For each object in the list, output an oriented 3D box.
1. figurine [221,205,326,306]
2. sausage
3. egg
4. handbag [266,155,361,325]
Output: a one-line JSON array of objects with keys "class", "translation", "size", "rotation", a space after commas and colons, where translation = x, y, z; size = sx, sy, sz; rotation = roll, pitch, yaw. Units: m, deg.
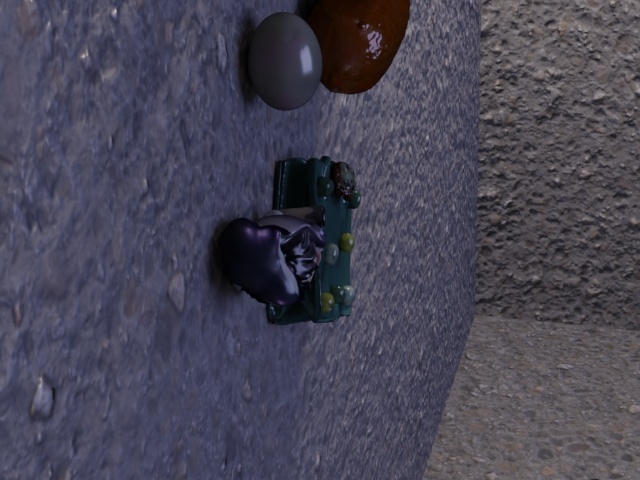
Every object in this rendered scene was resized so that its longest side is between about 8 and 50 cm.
[{"class": "figurine", "translation": [-0.062, 0.013, 1.533], "size": [0.222, 0.145, 0.145], "rotation": [-67, 158, -72]}, {"class": "sausage", "translation": [0.060, -0.348, 1.789], "size": [0.268, 0.153, 0.141], "rotation": [-68, 162, -44]}, {"class": "egg", "translation": [-0.049, -0.245, 1.523], "size": [0.103, 0.103, 0.135], "rotation": [-50, 140, -64]}, {"class": "handbag", "translation": [0.004, 0.003, 1.798], "size": [0.269, 0.100, 0.274], "rotation": [6, 89, -74]}]
